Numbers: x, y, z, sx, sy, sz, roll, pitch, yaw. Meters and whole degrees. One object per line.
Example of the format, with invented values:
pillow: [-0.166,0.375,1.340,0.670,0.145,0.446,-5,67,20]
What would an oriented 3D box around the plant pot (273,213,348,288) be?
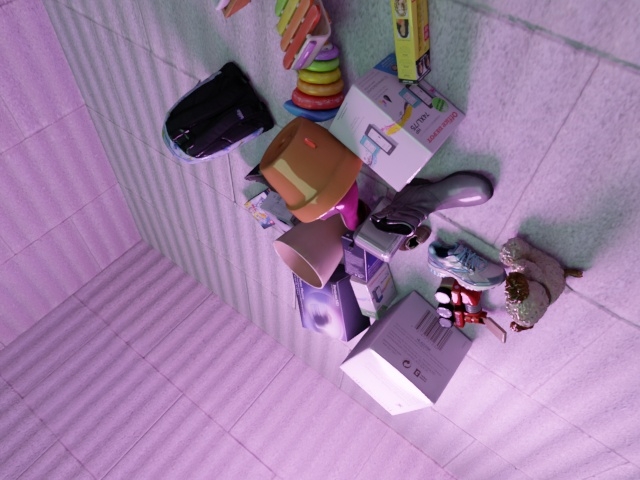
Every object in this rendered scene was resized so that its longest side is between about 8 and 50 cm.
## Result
plant pot: [0.000,0.000,1.854,0.256,0.274,0.256,37,160,16]

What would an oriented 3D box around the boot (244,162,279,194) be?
boot: [-0.194,-0.221,2.030,0.229,0.091,0.263,50,155,-22]

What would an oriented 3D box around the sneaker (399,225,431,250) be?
sneaker: [0.316,0.004,1.704,0.066,0.071,0.188,45,150,-1]

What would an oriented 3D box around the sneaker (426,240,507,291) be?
sneaker: [0.470,0.076,1.575,0.283,0.110,0.122,15,136,40]

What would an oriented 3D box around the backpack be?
backpack: [-0.406,-0.430,1.757,0.273,0.355,0.290,-9,122,55]

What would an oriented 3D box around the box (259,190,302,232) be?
box: [-0.109,-0.079,1.999,0.169,0.087,0.290,24,167,30]

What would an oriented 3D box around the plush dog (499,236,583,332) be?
plush dog: [0.611,0.150,1.375,0.210,0.225,0.262,10,136,44]

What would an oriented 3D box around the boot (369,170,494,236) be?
boot: [0.325,-0.092,1.422,0.338,0.223,0.118,-3,126,52]

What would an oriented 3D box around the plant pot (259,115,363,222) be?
plant pot: [-0.044,-0.228,1.425,0.203,0.291,0.291,37,154,-24]

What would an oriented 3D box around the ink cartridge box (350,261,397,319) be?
ink cartridge box: [0.221,0.195,1.973,0.093,0.154,0.212,14,138,41]

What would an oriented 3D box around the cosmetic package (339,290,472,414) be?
cosmetic package: [0.347,0.483,2.008,0.329,0.327,0.394,41,151,5]

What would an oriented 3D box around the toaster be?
toaster: [0.214,-0.029,1.643,0.146,0.227,0.129,34,171,16]

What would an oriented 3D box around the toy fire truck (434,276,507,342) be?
toy fire truck: [0.537,0.239,1.675,0.246,0.158,0.217,9,135,29]

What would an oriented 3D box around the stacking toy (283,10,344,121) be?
stacking toy: [-0.004,-0.517,1.392,0.175,0.166,0.302,25,134,27]

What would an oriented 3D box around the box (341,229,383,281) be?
box: [0.171,0.028,1.828,0.108,0.153,0.207,25,146,29]

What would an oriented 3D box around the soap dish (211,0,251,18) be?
soap dish: [-0.230,-0.788,1.286,0.291,0.118,0.229,-20,94,57]

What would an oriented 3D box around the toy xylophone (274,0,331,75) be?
toy xylophone: [-0.072,-0.593,1.292,0.236,0.081,0.323,-52,52,49]

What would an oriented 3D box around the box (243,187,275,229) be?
box: [-0.251,-0.146,2.230,0.159,0.044,0.233,52,149,-13]

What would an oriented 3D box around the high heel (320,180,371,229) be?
high heel: [0.130,-0.125,1.605,0.181,0.377,0.127,-30,78,28]

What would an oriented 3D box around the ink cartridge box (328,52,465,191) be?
ink cartridge box: [0.206,-0.320,1.311,0.270,0.198,0.197,41,149,3]

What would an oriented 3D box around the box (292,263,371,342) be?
box: [0.049,0.264,2.165,0.294,0.182,0.296,8,115,44]

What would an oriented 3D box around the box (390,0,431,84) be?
box: [0.223,-0.510,1.168,0.058,0.087,0.232,18,140,33]
